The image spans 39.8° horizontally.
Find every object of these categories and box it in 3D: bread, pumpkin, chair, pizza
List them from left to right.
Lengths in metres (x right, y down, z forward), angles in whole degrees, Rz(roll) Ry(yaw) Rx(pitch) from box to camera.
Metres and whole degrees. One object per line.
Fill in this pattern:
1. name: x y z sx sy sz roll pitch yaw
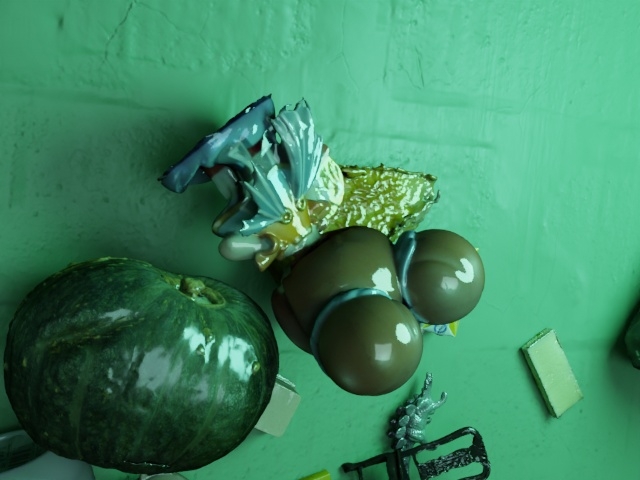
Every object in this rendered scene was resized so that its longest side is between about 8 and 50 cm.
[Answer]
1. pumpkin: -0.226 0.152 1.111 0.328 0.291 0.257 23 97 -15
2. pizza: 0.047 -0.022 1.310 0.297 0.071 0.189 -44 93 -10
3. chair: 0.154 0.380 1.364 0.229 0.113 0.106 -18 108 6
4. bread: 0.400 0.228 1.524 0.068 0.028 0.153 -33 108 -16

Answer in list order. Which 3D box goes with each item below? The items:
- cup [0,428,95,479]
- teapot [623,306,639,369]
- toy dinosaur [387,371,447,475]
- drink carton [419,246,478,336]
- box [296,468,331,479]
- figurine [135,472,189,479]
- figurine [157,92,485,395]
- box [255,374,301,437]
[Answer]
1. cup: -0.368 0.414 1.127 0.212 0.212 0.317 -13 102 -21
2. teapot: 0.693 0.085 1.528 0.300 0.253 0.343 24 82 -57
3. toy dinosaur: 0.149 0.313 1.423 0.082 0.039 0.208 5 97 -24
4. drink carton: 0.186 0.097 1.385 0.075 0.084 0.199 13 93 -14
5. box: -0.012 0.445 1.385 0.087 0.023 0.155 -16 104 -23
6. figurine: -0.225 0.382 1.230 0.138 0.125 0.125 41 81 -12
7. figurine: 0.000 0.000 1.154 0.277 0.248 0.388 -39 95 -35
8. box: -0.092 0.233 1.297 0.122 0.062 0.089 30 86 -25
